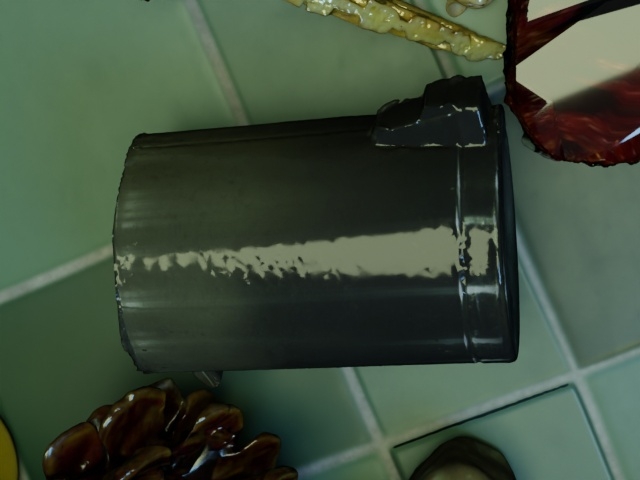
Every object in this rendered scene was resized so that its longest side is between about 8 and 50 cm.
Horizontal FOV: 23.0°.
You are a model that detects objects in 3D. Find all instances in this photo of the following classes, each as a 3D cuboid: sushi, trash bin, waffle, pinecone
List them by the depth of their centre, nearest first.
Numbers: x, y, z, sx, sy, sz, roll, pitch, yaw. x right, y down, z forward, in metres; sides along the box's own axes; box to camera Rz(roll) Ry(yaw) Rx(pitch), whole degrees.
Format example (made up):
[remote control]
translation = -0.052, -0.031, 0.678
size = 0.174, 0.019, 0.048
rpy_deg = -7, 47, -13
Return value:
[sushi]
translation = 0.209, -0.173, 1.229
size = 0.136, 0.126, 0.225
rpy_deg = -2, 104, 8
[trash bin]
translation = 0.000, 0.000, 1.246
size = 0.301, 0.203, 0.252
rpy_deg = -3, 125, 11
[waffle]
translation = 0.057, -0.176, 1.251
size = 0.191, 0.125, 0.032
rpy_deg = 23, 104, 7
[pinecone]
translation = -0.110, 0.251, 1.272
size = 0.309, 0.244, 0.244
rpy_deg = 36, 104, 30

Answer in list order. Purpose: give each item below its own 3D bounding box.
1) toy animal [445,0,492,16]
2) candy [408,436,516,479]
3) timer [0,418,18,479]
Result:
[toy animal]
translation = 0.117, -0.226, 1.275
size = 0.060, 0.081, 0.083
rpy_deg = -26, 130, 4
[candy]
translation = 0.080, 0.280, 1.327
size = 0.102, 0.104, 0.234
rpy_deg = 37, 103, 2
[timer]
translation = -0.388, 0.334, 1.290
size = 0.376, 0.376, 0.387
rpy_deg = -11, 90, 10
